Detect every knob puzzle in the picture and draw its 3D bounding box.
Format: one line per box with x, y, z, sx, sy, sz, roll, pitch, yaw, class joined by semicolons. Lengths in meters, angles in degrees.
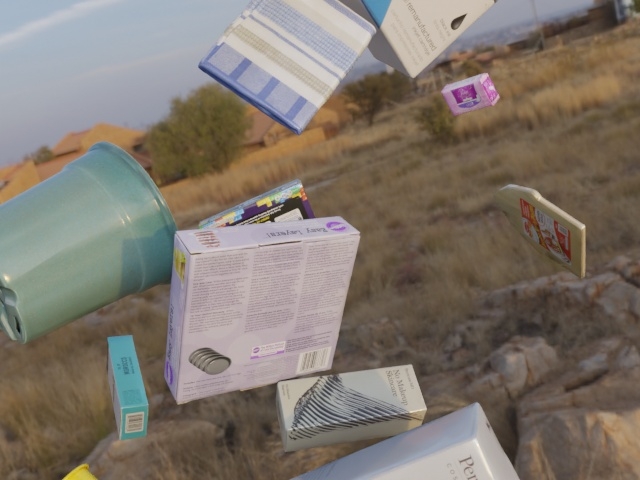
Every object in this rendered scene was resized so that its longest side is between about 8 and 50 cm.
0.380;-0.035;1.173;0.030;0.213;0.213;-43;17;-7;knob puzzle

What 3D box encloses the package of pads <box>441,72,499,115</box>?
0.239;-0.234;1.089;0.083;0.050;0.032;-7;34;50;package of pads

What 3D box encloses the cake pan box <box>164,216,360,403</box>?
-0.079;0.093;0.961;0.266;0.246;0.070;-8;34;-28;cake pan box

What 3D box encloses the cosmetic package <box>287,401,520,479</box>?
0.079;0.448;1.015;0.453;0.230;0.161;-28;-4;15;cosmetic package

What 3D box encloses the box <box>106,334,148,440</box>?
-0.448;0.334;1.567;0.060;0.101;0.244;-3;32;-24;box

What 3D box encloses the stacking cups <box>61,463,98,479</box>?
-0.307;0.504;1.121;0.316;0.096;0.096;35;30;12;stacking cups

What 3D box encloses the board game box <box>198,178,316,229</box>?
-0.082;0.003;1.049;0.170;0.141;0.048;-23;15;-2;board game box

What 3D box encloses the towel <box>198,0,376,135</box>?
-0.049;-0.327;1.152;0.285;0.209;0.034;-58;1;-28;towel

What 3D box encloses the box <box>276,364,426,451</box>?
0.056;0.324;1.320;0.274;0.094;0.113;-7;48;-12;box

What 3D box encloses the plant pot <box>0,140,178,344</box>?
-0.517;0.017;1.378;0.334;0.341;0.341;-33;20;-37;plant pot

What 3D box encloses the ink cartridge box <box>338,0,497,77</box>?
0.216;-0.555;1.274;0.395;0.285;0.166;-43;39;1;ink cartridge box
